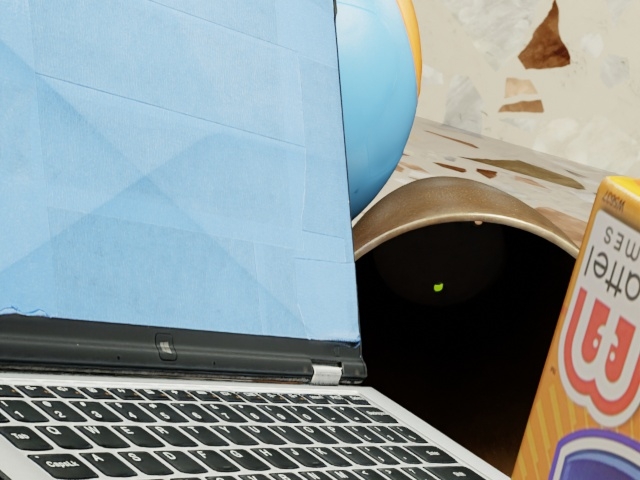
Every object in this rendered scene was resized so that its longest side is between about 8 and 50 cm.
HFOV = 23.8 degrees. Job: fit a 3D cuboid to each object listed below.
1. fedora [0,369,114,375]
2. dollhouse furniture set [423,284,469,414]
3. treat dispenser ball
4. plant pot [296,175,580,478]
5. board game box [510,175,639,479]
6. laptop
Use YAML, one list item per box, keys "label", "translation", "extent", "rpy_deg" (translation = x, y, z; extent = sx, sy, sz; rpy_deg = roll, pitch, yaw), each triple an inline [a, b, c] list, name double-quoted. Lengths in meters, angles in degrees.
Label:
- label: "fedora"
  translation: [-0.239, 0.030, 0.988]
  extent: [0.334, 0.334, 0.152]
  rpy_deg: [25, -13, 35]
- label: "dollhouse furniture set"
  translation: [0.178, 0.166, 1.175]
  extent: [0.197, 0.151, 0.301]
  rpy_deg: [-7, 35, -5]
- label: "treat dispenser ball"
  translation: [-0.071, -0.123, 1.085]
  extent: [0.288, 0.288, 0.288]
  rpy_deg: [14, 14, -4]
- label: "plant pot"
  translation: [0.093, 0.042, 1.076]
  extent: [0.215, 0.215, 0.230]
  rpy_deg: [14, 21, -5]
- label: "board game box"
  translation: [0.264, 0.221, 0.435]
  extent: [0.356, 0.356, 0.356]
  rpy_deg: [9, 15, -22]
- label: "laptop"
  translation: [0.000, 0.000, 0.723]
  extent: [0.408, 0.236, 0.382]
  rpy_deg: [31, 12, 33]
